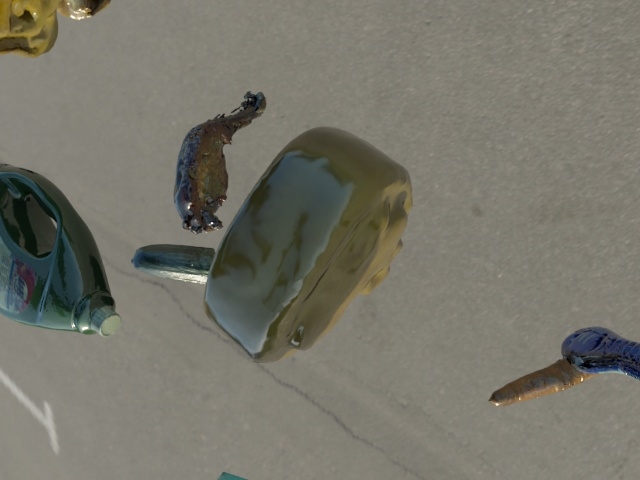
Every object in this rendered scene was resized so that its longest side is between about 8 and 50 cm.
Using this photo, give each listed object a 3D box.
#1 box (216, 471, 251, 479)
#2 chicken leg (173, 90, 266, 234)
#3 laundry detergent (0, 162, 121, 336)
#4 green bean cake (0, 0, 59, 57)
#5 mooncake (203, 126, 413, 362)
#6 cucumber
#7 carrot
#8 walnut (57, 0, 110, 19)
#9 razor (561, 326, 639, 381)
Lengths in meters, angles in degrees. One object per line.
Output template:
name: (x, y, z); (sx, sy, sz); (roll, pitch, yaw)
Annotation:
box: (-0.017, 0.313, 0.718); (0.162, 0.041, 0.229); (12, 121, 17)
chicken leg: (-0.152, -0.128, 1.232); (0.106, 0.253, 0.051); (38, 153, -32)
laundry detergent: (-0.251, 0.017, 0.757); (0.211, 0.063, 0.137); (29, 109, 32)
green bean cake: (-0.291, -0.248, 0.616); (0.131, 0.229, 0.224); (18, 111, 20)
mooncake: (0.000, 0.000, 0.794); (0.117, 0.235, 0.235); (39, 138, 15)
cucumber: (-0.184, 0.026, 1.053); (0.048, 0.105, 0.048); (-171, 90, -78)
carrot: (0.255, 0.147, 0.904); (0.035, 0.165, 0.036); (160, 90, -77)
walnut: (-0.454, -0.483, 1.391); (0.141, 0.204, 0.238); (-3, 120, 8)
razor: (0.239, 0.086, 0.576); (0.056, 0.093, 0.324); (52, 174, 3)
